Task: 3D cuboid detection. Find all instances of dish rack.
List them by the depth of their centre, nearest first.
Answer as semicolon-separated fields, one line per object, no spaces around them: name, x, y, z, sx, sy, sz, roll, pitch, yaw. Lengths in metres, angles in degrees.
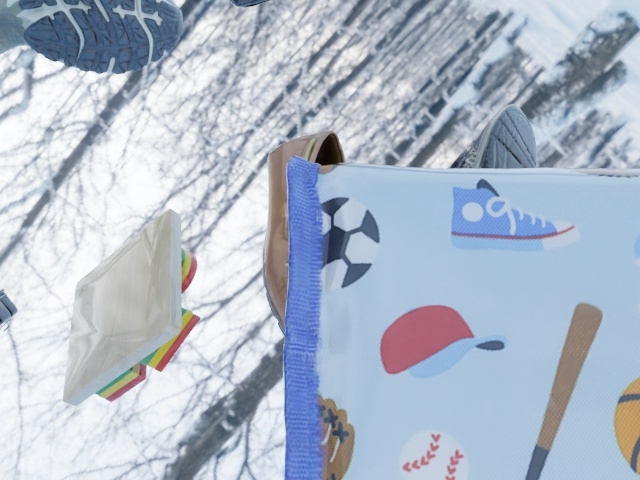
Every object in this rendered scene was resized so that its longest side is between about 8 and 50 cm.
dish rack;-0.805;0.243;1.843;0.074;0.271;0.208;45;-166;-5

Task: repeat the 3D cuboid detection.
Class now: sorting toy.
sorting toy;-0.300;0.120;1.367;0.089;0.255;0.257;36;-150;-36

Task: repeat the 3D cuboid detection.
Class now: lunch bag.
lunch bag;0.142;0.102;0.542;0.385;0.328;0.238;83;-171;-67

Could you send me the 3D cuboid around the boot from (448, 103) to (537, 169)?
boot;0.138;-0.053;0.941;0.085;0.179;0.236;49;-131;-24

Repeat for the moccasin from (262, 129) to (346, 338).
moccasin;0.002;0.001;1.252;0.139;0.147;0.379;33;-135;-39

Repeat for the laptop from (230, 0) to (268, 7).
laptop;0.077;-0.416;0.722;0.408;0.382;0.236;-93;-14;-60

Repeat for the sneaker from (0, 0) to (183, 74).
sneaker;-0.282;-0.253;0.854;0.283;0.110;0.122;4;-136;-3
